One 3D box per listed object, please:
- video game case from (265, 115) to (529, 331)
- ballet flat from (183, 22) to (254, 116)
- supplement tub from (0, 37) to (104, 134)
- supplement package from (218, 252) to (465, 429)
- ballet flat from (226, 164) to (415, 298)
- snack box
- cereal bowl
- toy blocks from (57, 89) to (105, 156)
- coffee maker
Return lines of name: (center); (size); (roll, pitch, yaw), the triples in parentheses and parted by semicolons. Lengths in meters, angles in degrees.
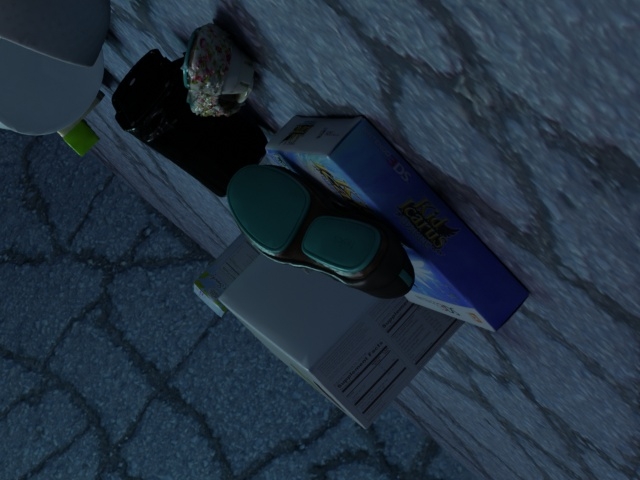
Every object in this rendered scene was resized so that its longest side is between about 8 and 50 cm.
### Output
video game case: (0.076, -0.024, 1.416); (0.269, 0.061, 0.244); (45, 170, -16)
ballet flat: (-0.113, -0.191, 1.451); (0.077, 0.091, 0.241); (13, 177, -4)
supplement tub: (-0.512, -0.318, 2.046); (0.331, 0.241, 0.241); (34, 168, 46)
supplement package: (0.024, 0.094, 1.747); (0.145, 0.204, 0.262); (49, 170, -35)
ballet flat: (0.000, 0.000, 1.376); (0.096, 0.095, 0.280); (35, 178, -41)
snack box: (-0.100, 0.019, 1.938); (0.070, 0.207, 0.174); (42, 171, 0)
cereal bowl: (-0.401, -0.348, 1.561); (0.339, 0.141, 0.339); (28, -172, -5)
toy blocks: (-0.546, -0.342, 2.424); (0.381, 0.191, 0.261); (45, -177, -11)
coffee maker: (-0.166, -0.135, 1.639); (0.178, 0.120, 0.171); (35, -145, -35)
